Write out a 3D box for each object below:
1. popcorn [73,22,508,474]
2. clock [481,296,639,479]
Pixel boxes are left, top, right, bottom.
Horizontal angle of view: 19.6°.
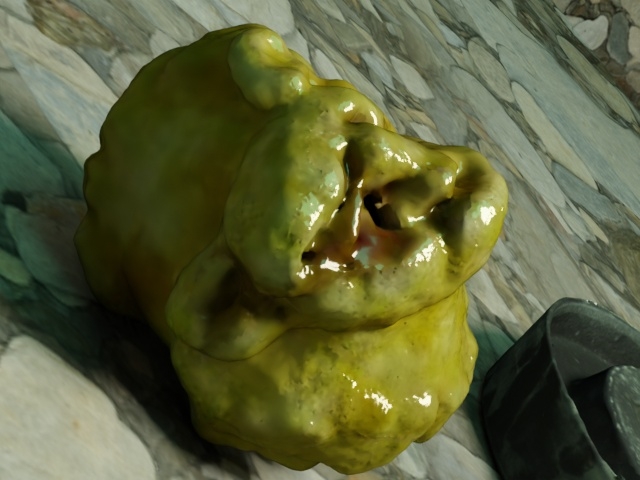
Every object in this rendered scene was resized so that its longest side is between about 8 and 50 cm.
[{"bbox_3d":[0.000,0.000,0.906,0.200,0.203,0.226,6,63,-50],"label":"popcorn"},{"bbox_3d":[0.259,0.210,1.274,0.386,0.076,0.386,42,19,-18],"label":"clock"}]
